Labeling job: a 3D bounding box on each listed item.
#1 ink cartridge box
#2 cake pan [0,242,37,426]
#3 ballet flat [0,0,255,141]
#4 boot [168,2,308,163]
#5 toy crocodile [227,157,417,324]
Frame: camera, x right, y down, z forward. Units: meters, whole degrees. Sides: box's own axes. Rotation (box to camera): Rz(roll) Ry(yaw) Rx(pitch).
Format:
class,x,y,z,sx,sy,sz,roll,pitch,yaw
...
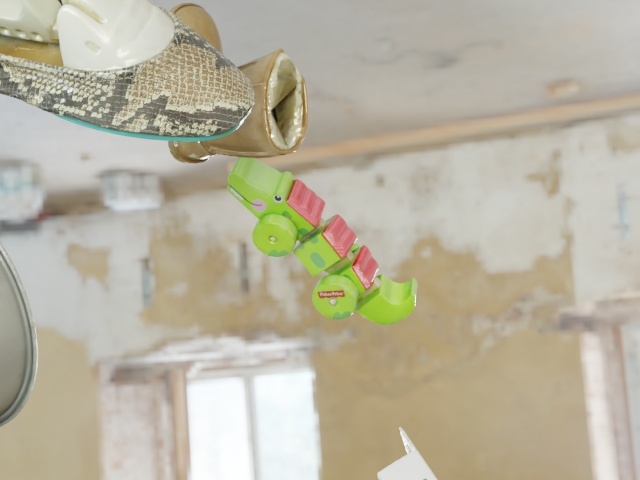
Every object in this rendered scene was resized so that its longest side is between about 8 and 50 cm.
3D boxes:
class,x,y,z,sx,sy,sz,roll,pitch,yaw
ink cartridge box,0.127,0.331,1.814,0.060,0.180,0.104,-32,153,-7
cake pan,-0.405,0.069,1.444,0.293,0.293,0.054,-11,-165,38
ballet flat,-0.307,-0.230,1.604,0.483,0.164,0.182,14,138,20
boot,-0.112,-0.217,1.928,0.089,0.236,0.269,-5,180,-32
toy crocodile,0.000,0.000,2.114,0.105,0.340,0.115,-35,-163,34
